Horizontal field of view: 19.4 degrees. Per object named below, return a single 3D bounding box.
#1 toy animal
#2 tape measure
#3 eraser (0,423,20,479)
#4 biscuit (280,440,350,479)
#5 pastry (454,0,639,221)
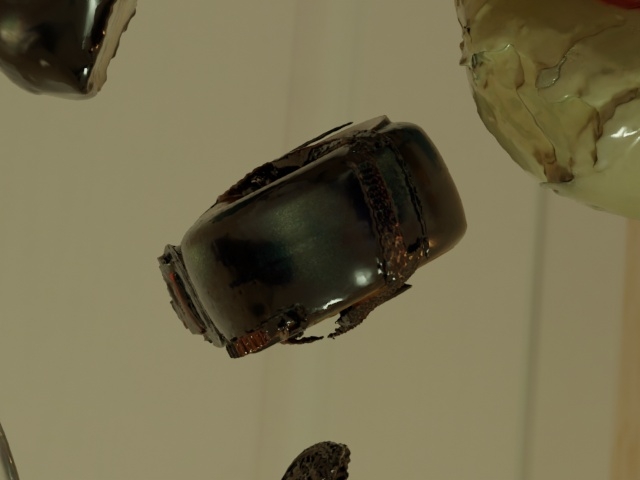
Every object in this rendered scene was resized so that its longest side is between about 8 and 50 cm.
[{"bbox_3d":[-0.251,-0.219,1.436,0.235,0.165,0.187,24,134,2],"label":"toy animal"},{"bbox_3d":[0.000,0.000,1.341,0.202,0.135,0.223,-28,-177,-21],"label":"tape measure"},{"bbox_3d":[-0.314,0.158,1.103,0.082,0.213,0.397,48,161,-25],"label":"eraser"},{"bbox_3d":[-0.009,0.191,1.390,0.027,0.089,0.087,33,116,-21],"label":"biscuit"},{"bbox_3d":[0.203,-0.122,1.107,0.265,0.265,0.133,2,137,14],"label":"pastry"}]
